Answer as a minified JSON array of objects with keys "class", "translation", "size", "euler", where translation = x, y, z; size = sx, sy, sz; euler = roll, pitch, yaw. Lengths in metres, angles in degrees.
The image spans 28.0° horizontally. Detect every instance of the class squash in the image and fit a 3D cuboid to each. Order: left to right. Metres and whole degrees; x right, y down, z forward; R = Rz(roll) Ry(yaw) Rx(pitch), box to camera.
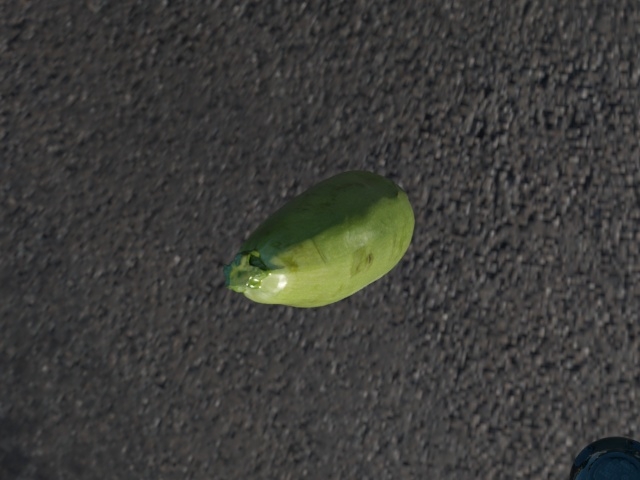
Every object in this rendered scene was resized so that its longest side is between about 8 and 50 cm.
[{"class":"squash","translation":[0.007,0.003,1.246],"size":[0.118,0.370,0.118],"euler":[3,101,18]}]

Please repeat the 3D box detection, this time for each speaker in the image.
[{"class":"speaker","translation":[0.205,0.150,0.820],"size":[0.094,0.075,0.060],"euler":[-29,69,2]}]
